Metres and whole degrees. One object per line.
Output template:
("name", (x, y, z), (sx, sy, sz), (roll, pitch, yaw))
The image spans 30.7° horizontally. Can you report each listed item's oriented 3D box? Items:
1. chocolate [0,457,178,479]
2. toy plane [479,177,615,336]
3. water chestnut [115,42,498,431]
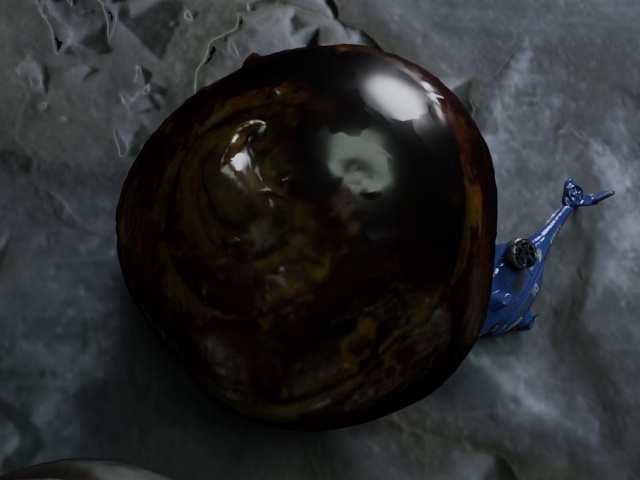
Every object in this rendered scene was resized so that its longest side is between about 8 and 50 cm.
("chocolate", (-0.102, 0.223, 0.522), (0.303, 0.213, 0.303), (6, 63, -12))
("toy plane", (0.142, 0.013, 0.793), (0.062, 0.054, 0.167), (51, 60, -17))
("water chestnut", (0.000, 0.000, 0.684), (0.223, 0.238, 0.224), (0, 92, 10))
